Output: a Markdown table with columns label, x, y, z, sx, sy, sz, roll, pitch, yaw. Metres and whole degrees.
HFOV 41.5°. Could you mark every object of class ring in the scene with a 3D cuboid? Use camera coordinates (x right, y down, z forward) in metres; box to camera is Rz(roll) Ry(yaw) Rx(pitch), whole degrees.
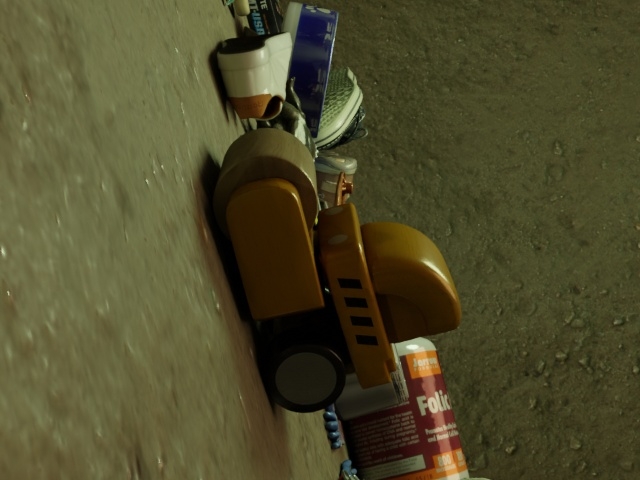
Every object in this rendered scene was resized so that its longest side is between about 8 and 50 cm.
| label | x | y | z | sx | sy | sz | roll | pitch | yaw |
| --- | --- | --- | --- | --- | --- | --- | --- | --- | --- |
| ring | 0.038 | 0.033 | 1.651 | 0.336 | 0.032 | 0.336 | 5 | 90 | -86 |

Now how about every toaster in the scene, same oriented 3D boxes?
| label | x | y | z | sx | sy | sz | roll | pitch | yaw |
| --- | --- | --- | --- | --- | --- | --- | --- | --- | --- |
| toaster | 0.076 | 0.243 | 1.558 | 0.227 | 0.146 | 0.129 | 71 | 7 | -49 |

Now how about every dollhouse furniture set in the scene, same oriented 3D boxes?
| label | x | y | z | sx | sy | sz | roll | pitch | yaw |
| --- | --- | --- | --- | --- | --- | --- | --- | --- | --- |
| dollhouse furniture set | -0.144 | -0.379 | 1.736 | 0.081 | 0.091 | 0.114 | 35 | -42 | 22 |

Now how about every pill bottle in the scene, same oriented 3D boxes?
| label | x | y | z | sx | sy | sz | roll | pitch | yaw |
| --- | --- | --- | --- | --- | --- | --- | --- | --- | --- |
| pill bottle | 0.155 | 0.333 | 1.759 | 0.224 | 0.224 | 0.392 | 59 | 17 | -76 |

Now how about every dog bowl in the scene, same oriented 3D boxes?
| label | x | y | z | sx | sy | sz | roll | pitch | yaw |
| --- | --- | --- | --- | --- | --- | --- | --- | --- | --- |
| dog bowl | -0.036 | -0.345 | 1.725 | 0.265 | 0.104 | 0.264 | -170 | -90 | -88 |

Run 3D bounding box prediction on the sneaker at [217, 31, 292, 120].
| label | x | y | z | sx | sy | sz | roll | pitch | yaw |
| --- | --- | --- | --- | --- | --- | --- | --- | --- | --- |
| sneaker | -0.102 | -0.258 | 1.328 | 0.290 | 0.106 | 0.123 | -70 | 153 | -67 |

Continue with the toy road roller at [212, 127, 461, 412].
| label | x | y | z | sx | sy | sz | roll | pitch | yaw |
| --- | --- | --- | --- | --- | --- | --- | --- | --- | --- |
| toy road roller | 0.027 | 0.020 | 1.006 | 0.202 | 0.241 | 0.329 | -95 | 170 | -68 |

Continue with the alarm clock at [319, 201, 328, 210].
| label | x | y | z | sx | sy | sz | roll | pitch | yaw |
| --- | --- | --- | --- | --- | --- | --- | --- | --- | --- |
| alarm clock | 0.000 | -0.025 | 2.053 | 0.129 | 0.064 | 0.192 | 72 | 3 | -46 |

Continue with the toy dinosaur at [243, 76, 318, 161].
| label | x | y | z | sx | sy | sz | roll | pitch | yaw |
| --- | --- | --- | --- | --- | --- | --- | --- | --- | --- |
| toy dinosaur | -0.058 | -0.179 | 1.428 | 0.160 | 0.121 | 0.313 | 61 | 3 | -11 |

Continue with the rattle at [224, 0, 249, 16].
| label | x | y | z | sx | sy | sz | roll | pitch | yaw |
| --- | --- | --- | --- | --- | --- | --- | --- | --- | --- |
| rattle | -0.121 | -0.495 | 1.602 | 0.199 | 0.143 | 0.130 | -119 | -148 | -82 |

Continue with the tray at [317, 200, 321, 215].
| label | x | y | z | sx | sy | sz | roll | pitch | yaw |
| --- | --- | --- | --- | --- | --- | --- | --- | --- | --- |
| tray | 0.000 | 0.000 | 1.793 | 0.270 | 0.030 | 0.145 | 75 | 5 | -53 |

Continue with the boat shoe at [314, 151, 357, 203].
| label | x | y | z | sx | sy | sz | roll | pitch | yaw |
| --- | --- | --- | --- | --- | --- | --- | --- | --- | --- |
| boat shoe | -0.006 | -0.150 | 1.998 | 0.324 | 0.123 | 0.116 | -141 | -127 | -74 |

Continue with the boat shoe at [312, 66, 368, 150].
| label | x | y | z | sx | sy | sz | roll | pitch | yaw |
| --- | --- | --- | --- | --- | --- | --- | --- | --- | --- |
| boat shoe | 0.027 | -0.295 | 2.043 | 0.500 | 0.187 | 0.156 | -78 | 152 | -68 |

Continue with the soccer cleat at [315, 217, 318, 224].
| label | x | y | z | sx | sy | sz | roll | pitch | yaw |
| --- | --- | --- | --- | --- | --- | --- | --- | --- | --- |
| soccer cleat | -0.024 | 0.017 | 1.391 | 0.289 | 0.093 | 0.121 | -100 | 167 | -55 |

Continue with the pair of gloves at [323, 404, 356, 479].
| label | x | y | z | sx | sy | sz | roll | pitch | yaw |
| --- | --- | --- | --- | --- | --- | --- | --- | --- | --- |
| pair of gloves | 0.040 | 0.375 | 1.469 | 0.159 | 0.023 | 0.198 | 63 | 14 | -73 |

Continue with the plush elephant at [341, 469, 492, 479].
| label | x | y | z | sx | sy | sz | roll | pitch | yaw |
| --- | --- | --- | --- | --- | --- | --- | --- | --- | --- |
| plush elephant | 0.176 | 0.462 | 1.174 | 0.255 | 0.272 | 0.330 | 22 | 14 | -26 |

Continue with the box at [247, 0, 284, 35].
| label | x | y | z | sx | sy | sz | roll | pitch | yaw |
| --- | --- | --- | --- | --- | --- | --- | --- | --- | --- |
| box | -0.120 | -0.498 | 2.074 | 0.295 | 0.073 | 0.293 | -59 | 133 | -83 |
